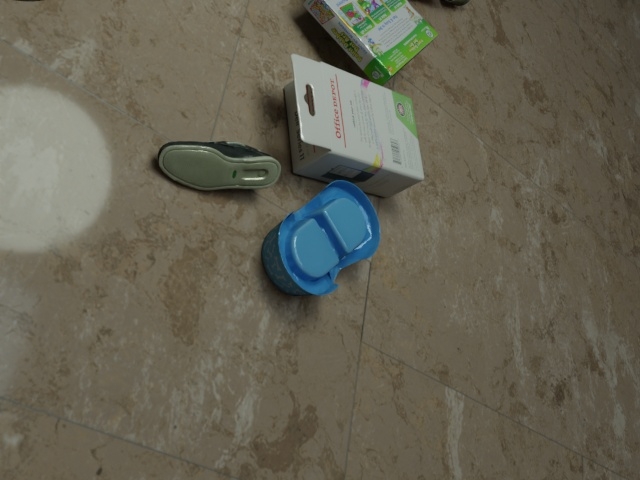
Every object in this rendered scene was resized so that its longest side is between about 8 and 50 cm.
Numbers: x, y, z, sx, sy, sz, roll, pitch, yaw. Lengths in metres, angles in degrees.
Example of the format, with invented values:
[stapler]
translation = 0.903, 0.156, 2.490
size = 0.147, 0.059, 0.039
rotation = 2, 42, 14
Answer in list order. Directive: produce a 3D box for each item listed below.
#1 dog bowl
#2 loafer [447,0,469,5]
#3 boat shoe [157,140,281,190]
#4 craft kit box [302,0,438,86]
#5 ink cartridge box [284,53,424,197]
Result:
[dog bowl]
translation = 0.000, 0.000, 1.486
size = 0.297, 0.074, 0.166
rotation = -40, 102, -46
[loafer]
translation = 0.339, -0.765, 2.127
size = 0.087, 0.094, 0.251
rotation = -37, 100, -50
[boat shoe]
translation = -0.187, -0.140, 1.377
size = 0.233, 0.084, 0.079
rotation = 3, 33, -37
[craft kit box]
translation = 0.117, -0.489, 1.714
size = 0.246, 0.061, 0.250
rotation = 45, 47, -1
[ink cartridge box]
translation = 0.046, -0.229, 1.594
size = 0.353, 0.119, 0.207
rotation = 12, 64, -42
